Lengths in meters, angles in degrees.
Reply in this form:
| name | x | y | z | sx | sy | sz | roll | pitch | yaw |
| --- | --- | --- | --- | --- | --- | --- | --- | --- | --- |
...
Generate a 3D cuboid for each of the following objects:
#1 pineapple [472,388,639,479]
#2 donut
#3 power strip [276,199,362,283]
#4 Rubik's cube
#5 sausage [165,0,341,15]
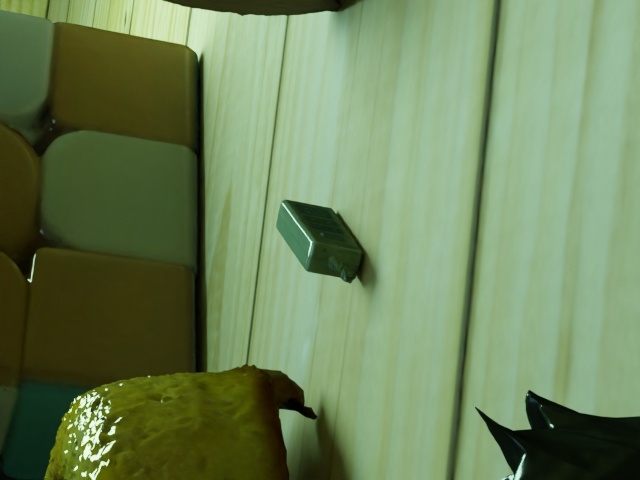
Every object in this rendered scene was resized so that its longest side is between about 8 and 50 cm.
| name | x | y | z | sx | sy | sz | roll | pitch | yaw |
| --- | --- | --- | --- | --- | --- | --- | --- | --- | --- |
| pineapple | 0.037 | 0.152 | 0.391 | 0.128 | 0.128 | 0.248 | -112 | 37 | -64 |
| donut | -0.070 | 0.178 | 0.806 | 0.253 | 0.118 | 0.253 | -175 | 90 | -71 |
| power strip | 0.000 | 0.000 | 0.803 | 0.083 | 0.027 | 0.017 | -128 | 49 | -68 |
| Rubik's cube | -0.288 | 0.057 | 1.257 | 0.346 | 0.344 | 0.347 | 116 | 159 | -47 |
| sausage | -0.029 | -0.245 | 0.867 | 0.123 | 0.123 | 0.252 | -167 | 86 | -76 |
